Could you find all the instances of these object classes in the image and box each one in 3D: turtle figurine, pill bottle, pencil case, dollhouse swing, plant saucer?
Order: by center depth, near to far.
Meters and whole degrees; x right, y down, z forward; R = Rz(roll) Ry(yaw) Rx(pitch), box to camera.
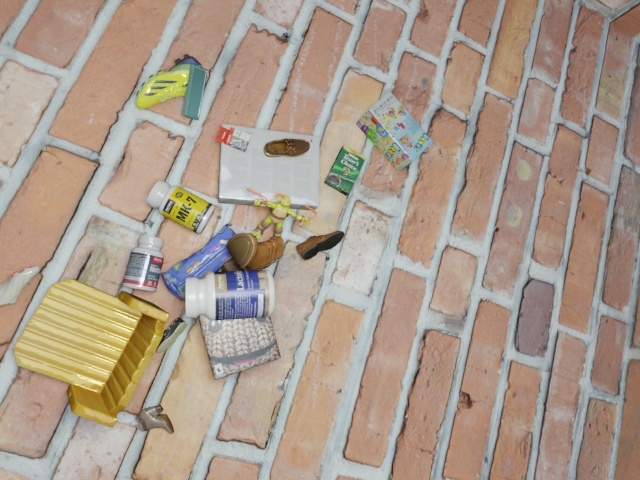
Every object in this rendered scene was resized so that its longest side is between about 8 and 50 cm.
[{"bbox_3d":[-0.704,0.305,1.228,0.305,0.315,0.346,33,73,-31],"label":"dollhouse swing"},{"bbox_3d":[-0.285,0.173,1.284,0.265,0.153,0.153,-2,82,-18],"label":"pill bottle"},{"bbox_3d":[-0.591,0.077,1.379,0.108,0.108,0.180,12,79,-15],"label":"pill bottle"},{"bbox_3d":[-0.403,0.073,1.425,0.306,0.133,0.119,-40,97,-17],"label":"pencil case"},{"bbox_3d":[-0.489,-0.120,1.436,0.209,0.119,0.119,29,75,-11],"label":"pill bottle"},{"bbox_3d":[-0.169,-0.095,1.487,0.270,0.217,0.087,18,37,-24],"label":"turtle figurine"},{"bbox_3d":[-0.464,-0.550,1.516,0.067,0.018,0.191,5,100,-46],"label":"plant saucer"}]

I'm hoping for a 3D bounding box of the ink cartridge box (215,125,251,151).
[{"bbox_3d":[-0.316,-0.372,1.478,0.115,0.029,0.062,20,75,-12],"label":"ink cartridge box"}]

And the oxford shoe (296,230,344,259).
[{"bbox_3d":[0.000,0.000,1.596,0.212,0.076,0.076,-22,49,-29],"label":"oxford shoe"}]

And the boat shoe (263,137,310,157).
[{"bbox_3d":[-0.120,-0.347,1.515,0.178,0.060,0.064,-10,83,-18],"label":"boat shoe"}]

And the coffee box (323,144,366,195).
[{"bbox_3d":[0.102,-0.291,1.682,0.113,0.040,0.184,30,74,-10],"label":"coffee box"}]

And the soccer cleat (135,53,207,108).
[{"bbox_3d":[-0.546,-0.566,1.502,0.289,0.093,0.121,-46,102,-17],"label":"soccer cleat"}]

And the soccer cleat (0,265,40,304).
[{"bbox_3d":[-0.963,0.153,1.281,0.196,0.068,0.076,-36,98,-12],"label":"soccer cleat"}]

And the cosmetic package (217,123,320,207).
[{"bbox_3d":[-0.193,-0.273,1.561,0.378,0.097,0.284,4,82,-16],"label":"cosmetic package"}]

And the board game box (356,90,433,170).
[{"bbox_3d":[0.308,-0.455,1.717,0.144,0.142,0.275,-44,95,-18],"label":"board game box"}]

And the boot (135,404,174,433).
[{"bbox_3d":[-0.551,0.605,1.350,0.087,0.042,0.118,-28,89,-13],"label":"boot"}]

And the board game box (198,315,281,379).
[{"bbox_3d":[-0.294,0.296,1.419,0.232,0.141,0.290,-15,86,-19],"label":"board game box"}]

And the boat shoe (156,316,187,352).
[{"bbox_3d":[-0.516,0.325,1.401,0.042,0.049,0.133,35,81,25],"label":"boat shoe"}]

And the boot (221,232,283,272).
[{"bbox_3d":[-0.207,0.038,1.403,0.220,0.283,0.109,-23,64,-37],"label":"boot"}]
